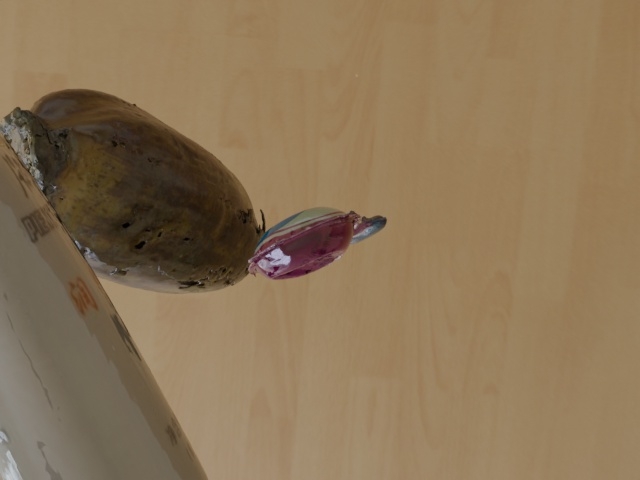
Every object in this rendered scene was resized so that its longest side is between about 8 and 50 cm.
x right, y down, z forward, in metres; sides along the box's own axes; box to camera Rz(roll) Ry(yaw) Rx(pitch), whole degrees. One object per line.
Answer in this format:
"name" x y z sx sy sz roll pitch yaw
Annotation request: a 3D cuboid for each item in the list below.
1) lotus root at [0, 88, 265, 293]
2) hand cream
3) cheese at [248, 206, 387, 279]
"lotus root" -0.188 -0.043 1.144 0.195 0.397 0.179 13 83 28
"hand cream" -0.131 0.048 0.508 0.089 0.139 0.314 -25 101 -5
"cheese" 0.000 0.000 0.839 0.095 0.145 0.038 -32 78 33
